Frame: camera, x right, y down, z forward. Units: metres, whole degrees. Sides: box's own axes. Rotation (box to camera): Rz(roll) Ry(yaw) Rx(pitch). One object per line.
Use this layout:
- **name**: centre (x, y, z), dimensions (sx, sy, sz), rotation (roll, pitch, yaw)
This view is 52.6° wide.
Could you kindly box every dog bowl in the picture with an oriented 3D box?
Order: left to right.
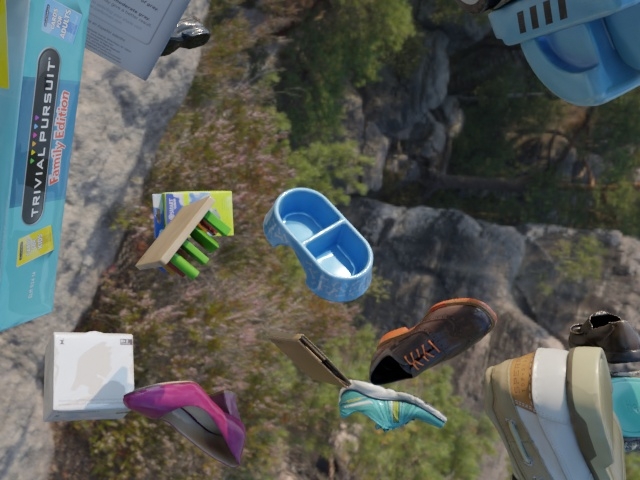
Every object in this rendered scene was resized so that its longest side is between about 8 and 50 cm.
- **dog bowl**: centre (0.000, 0.000, 1.443), dimensions (0.166, 0.297, 0.074), rotation (-30, 158, -30)

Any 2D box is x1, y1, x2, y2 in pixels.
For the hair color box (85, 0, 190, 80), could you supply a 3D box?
- **hair color box**: centre (-0.229, -0.414, 0.847), dimensions (0.185, 0.374, 0.113), rotation (27, 42, -22)

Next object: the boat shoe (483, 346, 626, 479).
- **boat shoe**: centre (0.241, 0.214, 0.643), dimensions (0.302, 0.103, 0.113), rotation (66, 34, -32)

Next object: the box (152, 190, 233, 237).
- **box**: centre (-0.296, -0.060, 1.509), dimensions (0.178, 0.042, 0.109), rotation (-4, 94, -23)

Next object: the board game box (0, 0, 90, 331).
- **board game box**: centre (-0.349, -0.117, 0.580), dimensions (0.079, 0.254, 0.335), rotation (-28, 133, -70)

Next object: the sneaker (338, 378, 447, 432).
- **sneaker**: centre (0.179, 0.433, 1.638), dimensions (0.107, 0.275, 0.109), rotation (76, 27, -73)

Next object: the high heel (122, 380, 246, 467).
- **high heel**: centre (-0.296, 0.429, 1.486), dimensions (0.377, 0.127, 0.181), rotation (24, 47, -53)

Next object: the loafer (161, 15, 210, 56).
- **loafer**: centre (-0.321, -0.436, 1.376), dimensions (0.170, 0.062, 0.061), rotation (-23, 78, -36)

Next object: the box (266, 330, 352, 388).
- **box**: centre (-0.030, 0.272, 1.493), dimensions (0.164, 0.201, 0.021), rotation (46, 69, -14)

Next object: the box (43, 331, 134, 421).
- **box**: centre (-0.536, 0.316, 1.497), dimensions (0.181, 0.119, 0.181), rotation (6, 59, -30)

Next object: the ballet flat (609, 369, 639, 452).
- **ballet flat**: centre (0.579, 0.297, 1.129), dimensions (0.483, 0.182, 0.164), rotation (5, 64, -26)

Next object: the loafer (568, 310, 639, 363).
- **loafer**: centre (0.493, 0.159, 1.118), dimensions (0.220, 0.080, 0.078), rotation (126, -41, -87)

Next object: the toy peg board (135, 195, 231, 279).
- **toy peg board**: centre (-0.262, 0.007, 1.266), dimensions (0.079, 0.161, 0.161), rotation (43, 65, -20)

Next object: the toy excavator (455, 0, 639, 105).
- **toy excavator**: centre (0.391, -0.226, 0.744), dimensions (0.222, 0.433, 0.445), rotation (-30, 104, -10)

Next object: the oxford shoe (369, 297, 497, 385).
- **oxford shoe**: centre (0.186, 0.185, 1.102), dimensions (0.097, 0.271, 0.098), rotation (45, 44, -4)
